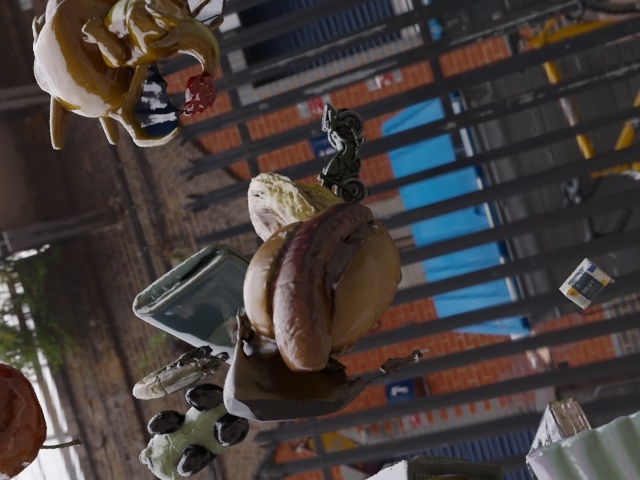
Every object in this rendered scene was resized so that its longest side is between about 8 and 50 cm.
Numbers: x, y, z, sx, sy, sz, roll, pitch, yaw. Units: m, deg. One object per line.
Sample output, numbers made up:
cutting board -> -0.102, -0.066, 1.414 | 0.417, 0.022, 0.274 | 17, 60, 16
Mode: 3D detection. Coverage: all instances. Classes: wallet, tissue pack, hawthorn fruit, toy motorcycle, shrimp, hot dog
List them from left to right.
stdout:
hawthorn fruit -> -0.439, 0.276, 1.119 | 0.285, 0.165, 0.165 | 71, -170, -62
shrimp -> -0.255, 0.240, 1.505 | 0.051, 0.217, 0.150 | 65, -160, -9
wallet -> -0.164, 0.146, 1.599 | 0.360, 0.252, 0.083 | 37, -155, -45
hot dog -> 0.011, 0.045, 0.835 | 0.326, 0.194, 0.107 | -85, -3, -62
toy motorcycle -> 0.051, -0.220, 2.041 | 0.205, 0.127, 0.275 | 161, 108, -85
tissue pack -> 0.469, 0.432, 1.513 | 0.235, 0.073, 0.173 | 88, 169, -49
tissue pack -> 0.526, 0.086, 1.576 | 0.062, 0.083, 0.042 | 34, -167, -21

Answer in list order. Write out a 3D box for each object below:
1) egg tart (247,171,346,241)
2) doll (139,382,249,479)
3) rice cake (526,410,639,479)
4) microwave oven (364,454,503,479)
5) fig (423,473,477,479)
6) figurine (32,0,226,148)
egg tart -> 0.000, 0.000, 1.908 | 0.443, 0.178, 0.443 | 48, 162, 22
doll -> -0.250, 0.393, 1.595 | 0.143, 0.234, 0.135 | 51, 171, 23
rice cake -> 0.303, 0.245, 0.686 | 0.037, 0.189, 0.198 | 48, -159, -70
microwave oven -> 0.226, 0.689, 1.814 | 0.432, 0.237, 0.374 | 124, 151, -58
fig -> 0.128, 0.388, 1.118 | 0.149, 0.246, 0.149 | -169, 90, -84
figurine -> -0.361, -0.337, 1.459 | 0.268, 0.387, 0.400 | 31, -128, -42
